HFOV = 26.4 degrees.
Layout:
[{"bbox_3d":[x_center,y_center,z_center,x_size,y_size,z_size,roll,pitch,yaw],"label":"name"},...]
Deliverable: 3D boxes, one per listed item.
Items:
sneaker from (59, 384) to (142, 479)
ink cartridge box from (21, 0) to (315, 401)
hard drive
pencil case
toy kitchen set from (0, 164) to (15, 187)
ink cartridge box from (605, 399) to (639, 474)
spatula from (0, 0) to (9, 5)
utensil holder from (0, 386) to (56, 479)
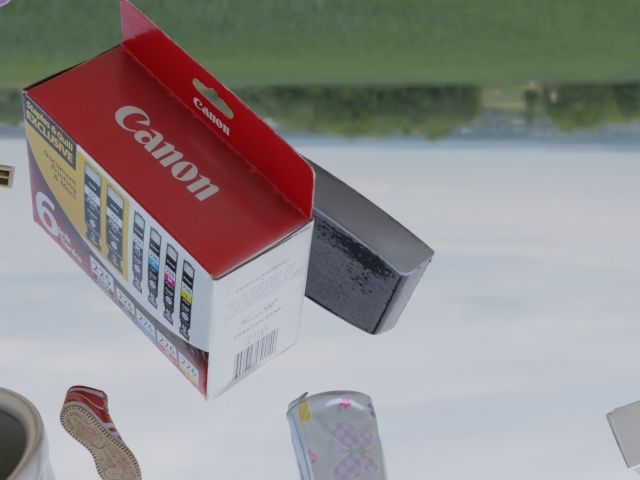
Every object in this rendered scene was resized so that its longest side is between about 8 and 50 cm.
[{"bbox_3d":[-0.219,0.196,1.375,0.042,0.118,0.067,-31,-157,5],"label":"sneaker"},{"bbox_3d":[-0.157,-0.044,1.359,0.130,0.271,0.309,-32,-120,-29],"label":"ink cartridge box"},{"bbox_3d":[0.000,0.000,1.645,0.255,0.172,0.054,35,-132,10],"label":"hard drive"},{"bbox_3d":[0.027,0.328,1.733,0.124,0.273,0.113,-1,157,-16],"label":"pencil case"},{"bbox_3d":[-0.498,-0.115,2.000,0.075,0.068,0.083,9,-176,7],"label":"toy kitchen set"},{"bbox_3d":[0.491,0.263,1.884,0.148,0.085,0.203,-23,160,15],"label":"ink cartridge box"},{"bbox_3d":[-0.227,-0.334,1.140,0.084,0.296,0.030,28,162,-3],"label":"spatula"},{"bbox_3d":[-0.407,0.399,1.469,0.328,0.385,0.327,-10,-154,5],"label":"utensil holder"}]
